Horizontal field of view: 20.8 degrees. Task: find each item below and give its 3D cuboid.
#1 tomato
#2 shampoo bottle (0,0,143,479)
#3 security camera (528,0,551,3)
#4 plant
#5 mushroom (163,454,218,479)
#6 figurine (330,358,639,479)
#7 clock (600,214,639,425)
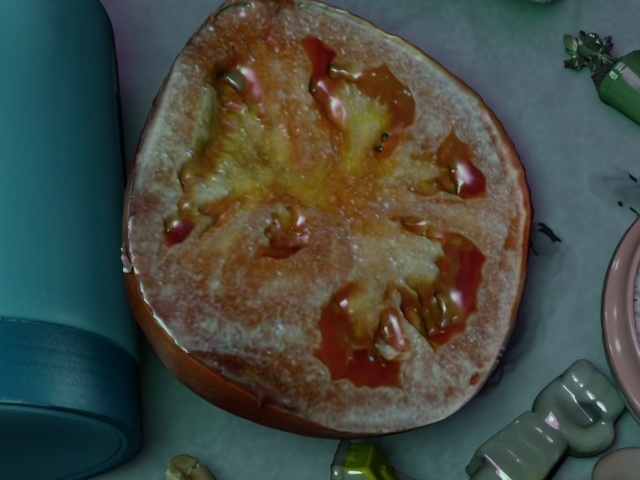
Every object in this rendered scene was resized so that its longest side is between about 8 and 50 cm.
[{"bbox_3d":[-0.009,0.001,1.284,0.338,0.144,0.338,8,69,-21],"label":"tomato"},{"bbox_3d":[-0.304,-0.005,1.276,0.331,0.331,0.342,-9,71,9],"label":"shampoo bottle"},{"bbox_3d":[0.101,-0.305,1.361,0.236,0.194,0.194,23,79,20],"label":"security camera"},{"bbox_3d":[0.227,-0.134,1.353,0.051,0.051,0.102,-45,65,-4],"label":"plant"},{"bbox_3d":[-0.163,0.254,1.302,0.116,0.093,0.225,41,75,5],"label":"mushroom"},{"bbox_3d":[0.149,0.235,1.196,0.285,0.167,0.342,0,72,7],"label":"figurine"},{"bbox_3d":[0.320,0.062,1.246,0.244,0.056,0.244,3,68,-7],"label":"clock"}]
